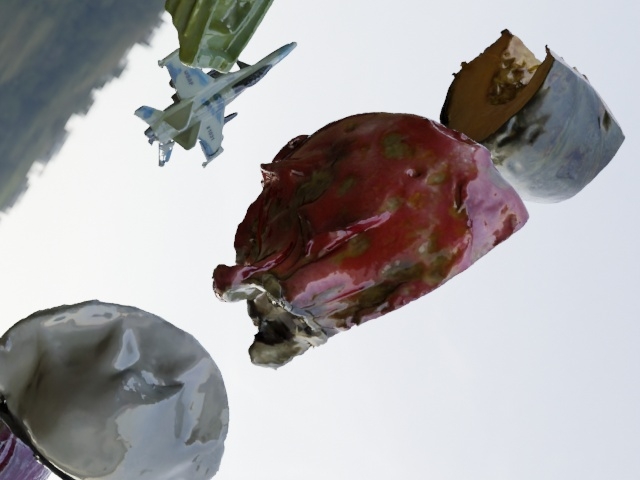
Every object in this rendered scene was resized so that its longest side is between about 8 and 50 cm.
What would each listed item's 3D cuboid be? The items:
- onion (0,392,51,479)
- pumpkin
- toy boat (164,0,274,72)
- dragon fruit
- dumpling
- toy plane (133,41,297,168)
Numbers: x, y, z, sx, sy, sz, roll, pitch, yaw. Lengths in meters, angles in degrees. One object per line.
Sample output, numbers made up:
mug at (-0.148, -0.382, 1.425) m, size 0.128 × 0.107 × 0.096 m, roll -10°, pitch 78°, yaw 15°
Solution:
onion at (-0.487, 0.346, 1.936) m, size 0.267 × 0.159 × 0.349 m, roll -25°, pitch -139°, yaw 34°
pumpkin at (0.350, -0.198, 2.245) m, size 0.256 × 0.225 × 0.303 m, roll -53°, pitch -160°, yaw 12°
toy boat at (-0.079, -0.319, 1.458) m, size 0.084 × 0.111 × 0.276 m, roll 42°, pitch -70°, yaw 25°
dragon fruit at (0.000, 0.000, 1.005) m, size 0.262 × 0.134 × 0.211 m, roll -18°, pitch -158°, yaw 41°
dumpling at (-0.238, 0.190, 1.478) m, size 0.204 × 0.293 × 0.163 m, roll -46°, pitch -169°, yaw 50°
toy plane at (-0.143, -0.213, 1.852) m, size 0.088 × 0.192 × 0.262 m, roll 25°, pitch -123°, yaw 40°
